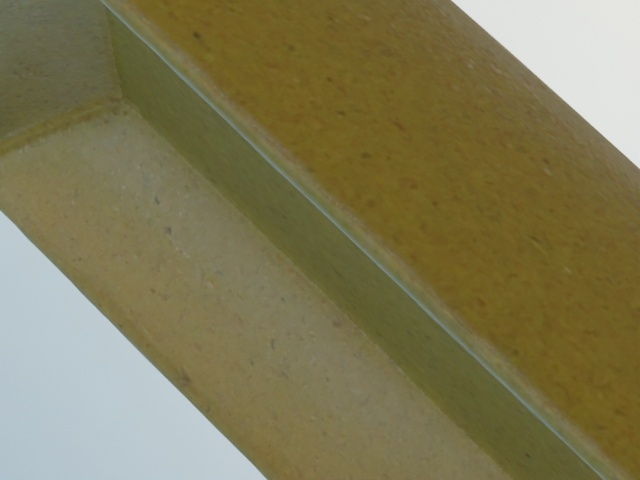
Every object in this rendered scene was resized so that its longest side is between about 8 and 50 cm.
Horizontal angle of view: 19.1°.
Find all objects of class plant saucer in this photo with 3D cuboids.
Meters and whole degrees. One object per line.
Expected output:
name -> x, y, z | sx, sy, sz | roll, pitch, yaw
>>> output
plant saucer -> 0.000, 0.000, 0.577 | 0.333, 0.081, 0.333 | 44, 164, 12
